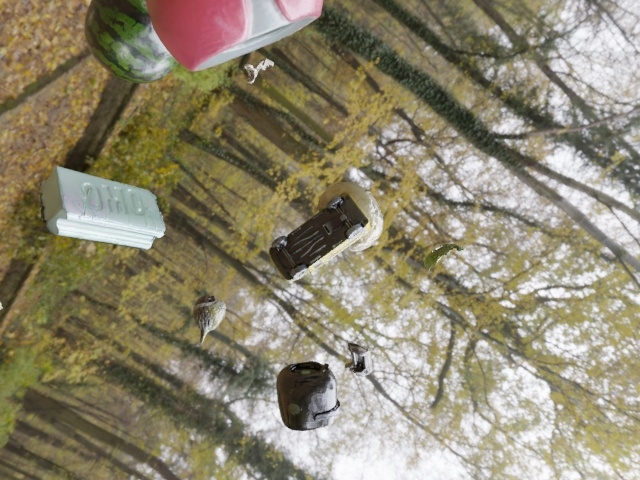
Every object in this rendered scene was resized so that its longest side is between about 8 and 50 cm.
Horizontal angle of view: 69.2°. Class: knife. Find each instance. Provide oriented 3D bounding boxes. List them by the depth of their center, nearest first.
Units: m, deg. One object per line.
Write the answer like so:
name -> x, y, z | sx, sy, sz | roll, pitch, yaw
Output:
knife -> 0.114, 0.371, 1.420 | 0.365, 0.089, 0.043 | 81, 16, -64

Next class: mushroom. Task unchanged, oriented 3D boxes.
mushroom -> 0.069, -0.061, 1.829 | 0.336, 0.314, 0.314 | -33, -172, -24

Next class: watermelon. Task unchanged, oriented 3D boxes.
watermelon -> -0.541, -0.612, 1.365 | 0.285, 0.285, 0.285 | -46, -162, 20

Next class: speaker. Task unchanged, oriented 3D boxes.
speaker -> -0.147, -0.405, 0.762 | 0.294, 0.294, 0.294 | -46, -162, 20

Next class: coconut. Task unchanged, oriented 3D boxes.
coconut -> 0.439, 0.049, 1.688 | 0.158, 0.055, 0.133 | -30, -169, -11

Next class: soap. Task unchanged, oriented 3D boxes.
soap -> -0.516, -0.072, 1.119 | 0.094, 0.262, 0.150 | -34, -118, 28

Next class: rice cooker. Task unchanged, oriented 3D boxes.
rice cooker -> -0.051, 0.617, 1.873 | 0.267, 0.268, 0.224 | -169, -104, -72

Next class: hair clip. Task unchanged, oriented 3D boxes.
hair clip -> -0.244, -0.701, 1.857 | 0.034, 0.072, 0.226 | 4, -142, 21

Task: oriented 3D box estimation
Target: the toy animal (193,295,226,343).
toy animal -> -0.343, 0.227, 1.374 | 0.137, 0.098, 0.098 | -57, -163, -16

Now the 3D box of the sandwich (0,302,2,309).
sandwich -> -0.585, 0.113, 0.773 | 0.044, 0.084, 0.030 | -99, -170, -58

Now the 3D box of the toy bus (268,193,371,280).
toy bus -> 0.000, 0.000, 1.527 | 0.330, 0.144, 0.152 | -36, 161, 4
